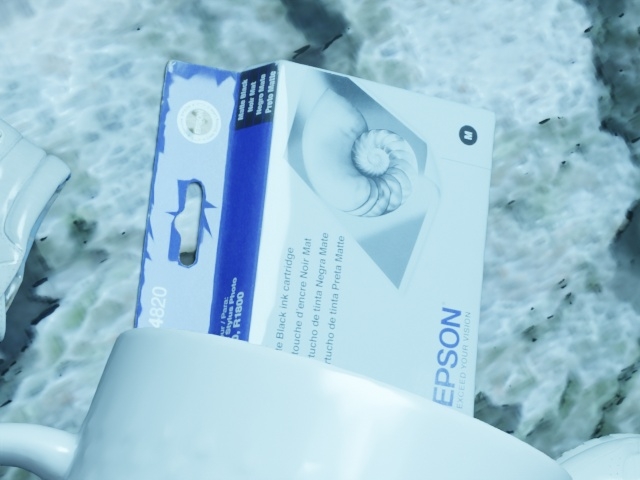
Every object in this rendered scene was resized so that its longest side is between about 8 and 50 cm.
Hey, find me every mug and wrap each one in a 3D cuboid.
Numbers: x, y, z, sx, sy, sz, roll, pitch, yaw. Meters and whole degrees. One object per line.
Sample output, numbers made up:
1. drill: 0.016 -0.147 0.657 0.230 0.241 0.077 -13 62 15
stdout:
1. mug: -0.082 0.232 1.091 0.374 0.276 0.328 20 76 -4

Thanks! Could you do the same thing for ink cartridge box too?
1. ink cartridge box: 0.000 0.000 1.290 0.224 0.045 0.223 10 74 -19

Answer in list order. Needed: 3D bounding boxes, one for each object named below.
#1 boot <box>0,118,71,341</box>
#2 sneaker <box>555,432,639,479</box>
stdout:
1. boot: -0.241 0.032 1.158 0.123 0.095 0.258 29 68 -6
2. sneaker: 0.255 0.166 1.327 0.235 0.095 0.090 -3 80 -21
